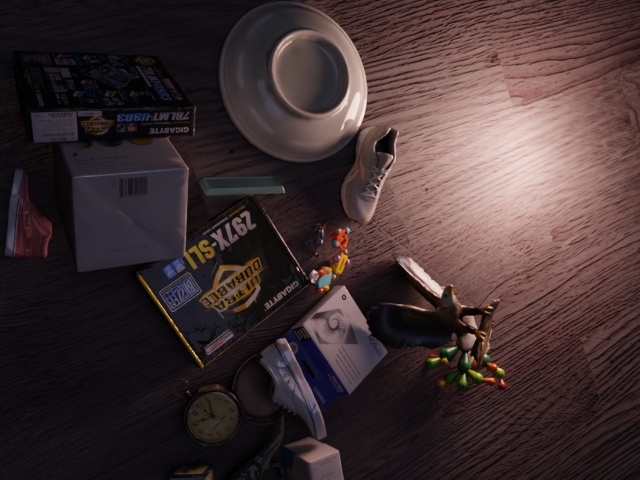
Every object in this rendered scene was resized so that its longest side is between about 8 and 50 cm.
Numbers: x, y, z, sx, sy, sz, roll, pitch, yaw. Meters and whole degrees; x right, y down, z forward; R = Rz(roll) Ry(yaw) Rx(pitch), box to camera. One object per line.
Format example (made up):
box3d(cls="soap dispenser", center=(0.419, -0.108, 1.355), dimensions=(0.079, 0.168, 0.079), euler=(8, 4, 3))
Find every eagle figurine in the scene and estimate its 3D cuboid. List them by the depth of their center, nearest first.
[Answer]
box3d(cls="eagle figurine", center=(0.292, 0.173, 1.608), dimensions=(0.226, 0.299, 0.225), euler=(-35, 136, -64))

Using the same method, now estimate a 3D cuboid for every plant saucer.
box3d(cls="plant saucer", center=(-0.180, -0.128, 1.459), dimensions=(0.192, 0.067, 0.018), euler=(-5, 124, -26))
box3d(cls="plant saucer", center=(-0.131, 0.345, 1.483), dimensions=(0.169, 0.029, 0.168), euler=(1, 87, -26))
box3d(cls="plant saucer", center=(-0.042, -0.392, 1.522), dimensions=(0.401, 0.101, 0.400), euler=(2, 86, -27))

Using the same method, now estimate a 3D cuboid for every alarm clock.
box3d(cls="alarm clock", center=(-0.252, 0.372, 1.395), dimensions=(0.192, 0.064, 0.129), euler=(44, 85, -13))

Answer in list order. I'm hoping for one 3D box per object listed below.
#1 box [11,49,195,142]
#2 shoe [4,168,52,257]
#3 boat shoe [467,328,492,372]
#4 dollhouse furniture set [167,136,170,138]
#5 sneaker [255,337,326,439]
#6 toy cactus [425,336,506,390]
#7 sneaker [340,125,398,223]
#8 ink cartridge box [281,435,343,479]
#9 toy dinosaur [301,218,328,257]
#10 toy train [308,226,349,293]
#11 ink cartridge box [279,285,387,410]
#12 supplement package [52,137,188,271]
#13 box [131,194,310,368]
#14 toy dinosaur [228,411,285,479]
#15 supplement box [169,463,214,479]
box3d(cls="box", center=(-0.426, -0.286, 1.226), dimensions=(0.294, 0.295, 0.073), euler=(-6, 127, -28))
box3d(cls="shoe", center=(-0.578, -0.051, 1.258), dimensions=(0.081, 0.063, 0.177), euler=(5, 91, -28))
box3d(cls="boat shoe", center=(0.449, 0.302, 1.766), dimensions=(0.043, 0.049, 0.137), euler=(29, 81, -11))
box3d(cls="dollhouse furniture set", center=(-0.369, -0.248, 1.359), dimensions=(0.114, 0.081, 0.090), euler=(27, 76, -23))
box3d(cls="sneaker", center=(-0.069, 0.353, 1.460), dimensions=(0.091, 0.094, 0.258), euler=(-26, 95, -7))
box3d(cls="toy cactus", center=(0.392, 0.319, 1.703), dimensions=(0.219, 0.112, 0.180), euler=(5, 65, 6))
box3d(cls="sneaker", center=(0.129, -0.171, 1.586), dimensions=(0.099, 0.121, 0.262), euler=(14, 82, -25))
box3d(cls="ink cartridge box", center=(-0.010, 0.581, 1.468), dimensions=(0.086, 0.148, 0.203), euler=(-11, 94, -29))
box3d(cls="toy dinosaur", center=(0.000, 0.000, 1.561), dimensions=(0.090, 0.047, 0.082), euler=(-22, 118, -38))
box3d(cls="toy train", center=(0.016, 0.046, 1.542), dimensions=(0.166, 0.046, 0.125), euler=(-53, 144, -21))
box3d(cls="ink cartridge box", center=(0.035, 0.262, 1.546), dimensions=(0.224, 0.045, 0.223), euler=(-42, 106, -30))
box3d(cls="supplement package", center=(-0.390, -0.104, 1.206), dimensions=(0.199, 0.262, 0.198), euler=(-8, 126, -27))
box3d(cls="box", center=(-0.218, 0.087, 1.425), dimensions=(0.322, 0.079, 0.257), euler=(-37, 102, -23))
box3d(cls="toy dinosaur", center=(-0.141, 0.536, 1.447), dimensions=(0.268, 0.064, 0.118), euler=(-47, 112, -18))
box3d(cls="supplement box", center=(-0.276, 0.537, 1.367), dimensions=(0.083, 0.056, 0.083), euler=(-5, 90, 8))
